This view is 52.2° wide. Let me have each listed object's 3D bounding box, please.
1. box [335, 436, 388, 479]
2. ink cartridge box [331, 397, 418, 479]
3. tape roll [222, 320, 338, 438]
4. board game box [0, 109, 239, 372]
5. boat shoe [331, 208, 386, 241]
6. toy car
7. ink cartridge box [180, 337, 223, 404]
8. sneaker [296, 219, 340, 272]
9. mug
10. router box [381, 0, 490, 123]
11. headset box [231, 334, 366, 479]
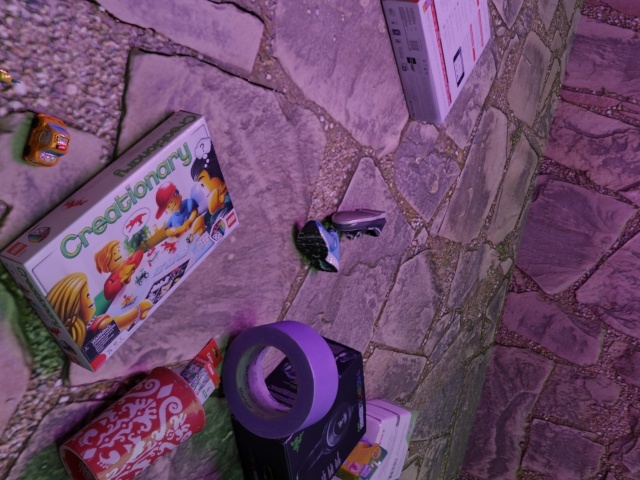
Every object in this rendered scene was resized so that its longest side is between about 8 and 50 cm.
[{"bbox_3d":[0.051,0.473,1.458,0.105,0.179,0.043,-38,136,-45],"label":"box"},{"bbox_3d":[0.135,0.527,1.697,0.273,0.115,0.198,18,88,-61],"label":"ink cartridge box"},{"bbox_3d":[-0.070,0.234,1.116,0.080,0.189,0.188,-2,107,-60],"label":"tape roll"},{"bbox_3d":[-0.236,-0.006,0.845,0.305,0.053,0.192,-51,143,-34],"label":"board game box"},{"bbox_3d":[0.083,-0.027,1.359,0.206,0.075,0.064,-13,113,-62],"label":"boat shoe"},{"bbox_3d":[-0.305,-0.122,0.678,0.060,0.041,0.122,-64,150,-15],"label":"toy car"},{"bbox_3d":[-0.192,0.222,1.064,0.115,0.029,0.062,-51,143,-34],"label":"ink cartridge box"},{"bbox_3d":[0.000,0.000,1.264,0.162,0.064,0.073,64,35,-59],"label":"sneaker"},{"bbox_3d":[-0.257,0.282,0.907,0.169,0.113,0.150,-35,132,-44],"label":"mug"},{"bbox_3d":[0.266,-0.478,1.425,0.301,0.082,0.335,-59,148,-24],"label":"router box"},{"bbox_3d":[-0.037,0.374,1.306,0.283,0.131,0.246,-41,137,-42],"label":"headset box"}]
